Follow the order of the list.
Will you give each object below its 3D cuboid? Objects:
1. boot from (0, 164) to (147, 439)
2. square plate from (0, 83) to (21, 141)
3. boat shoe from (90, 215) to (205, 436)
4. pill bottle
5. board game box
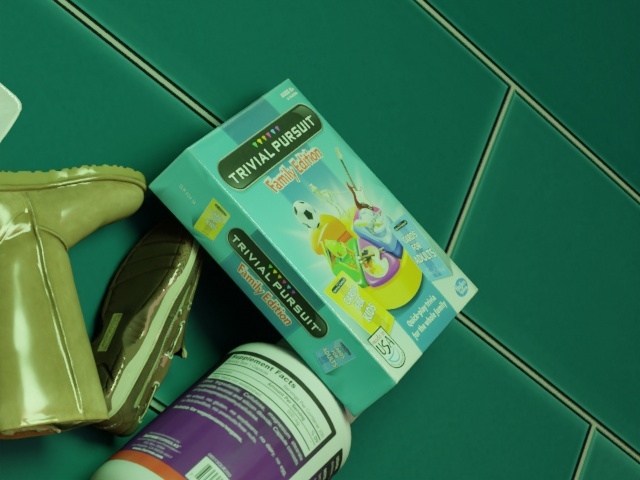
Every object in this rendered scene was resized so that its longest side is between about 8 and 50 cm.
[{"bbox_3d":[-0.263,0.063,1.931,0.236,0.089,0.269,-5,73,-34],"label":"boot"},{"bbox_3d":[-0.510,-0.111,1.794,0.347,0.049,0.344,41,59,-20],"label":"square plate"},{"bbox_3d":[-0.187,0.096,2.032,0.095,0.095,0.257,47,62,-41],"label":"boat shoe"},{"bbox_3d":[-0.092,0.234,2.020,0.323,0.181,0.181,-41,109,-37],"label":"pill bottle"},{"bbox_3d":[0.000,0.000,2.080,0.336,0.079,0.254,48,33,0],"label":"board game box"}]
